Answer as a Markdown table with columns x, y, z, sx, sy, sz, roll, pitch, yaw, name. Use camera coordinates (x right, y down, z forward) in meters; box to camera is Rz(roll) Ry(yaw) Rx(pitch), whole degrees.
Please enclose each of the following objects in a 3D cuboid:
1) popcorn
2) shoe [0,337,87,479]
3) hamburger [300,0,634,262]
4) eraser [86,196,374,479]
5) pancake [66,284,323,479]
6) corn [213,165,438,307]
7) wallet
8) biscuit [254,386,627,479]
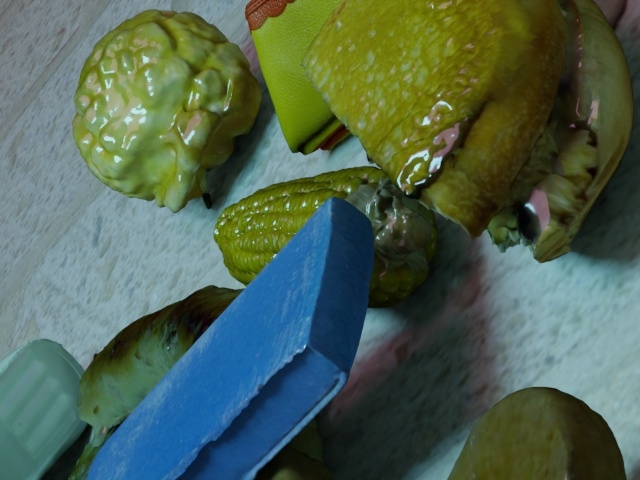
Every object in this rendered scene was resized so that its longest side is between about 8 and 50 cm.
| x | y | z | sx | sy | sz | roll | pitch | yaw | name |
| --- | --- | --- | --- | --- | --- | --- | --- | --- | --- |
| -0.135 | -0.113 | 1.474 | 0.180 | 0.170 | 0.180 | -42 | 16 | 14 | popcorn |
| -0.330 | 0.231 | 1.412 | 0.160 | 0.132 | 0.363 | -30 | 19 | 34 | shoe |
| 0.105 | -0.095 | 1.007 | 0.156 | 0.144 | 0.283 | -50 | 31 | 10 | hamburger |
| -0.070 | 0.113 | 1.058 | 0.312 | 0.042 | 0.144 | -47 | 19 | 35 | eraser |
| -0.124 | 0.167 | 1.263 | 0.305 | 0.067 | 0.427 | -59 | 27 | 11 | pancake |
| 0.000 | 0.000 | 1.162 | 0.261 | 0.097 | 0.097 | -5 | 61 | 62 | corn |
| 0.031 | -0.173 | 1.240 | 0.241 | 0.067 | 0.141 | -35 | 72 | 47 | wallet |
| 0.027 | 0.274 | 0.857 | 0.394 | 0.076 | 0.368 | -22 | 52 | 56 | biscuit |
